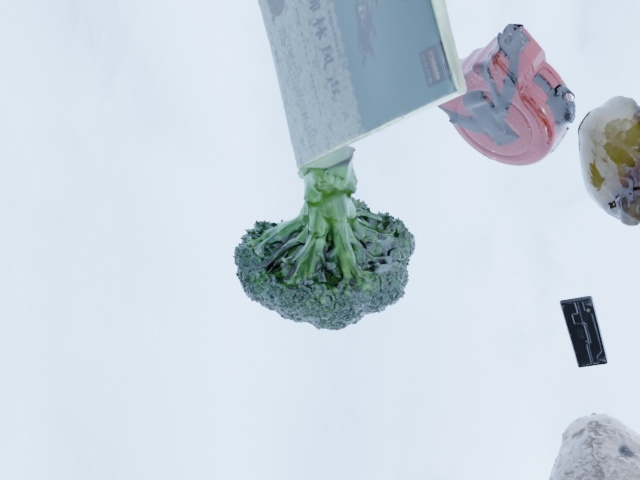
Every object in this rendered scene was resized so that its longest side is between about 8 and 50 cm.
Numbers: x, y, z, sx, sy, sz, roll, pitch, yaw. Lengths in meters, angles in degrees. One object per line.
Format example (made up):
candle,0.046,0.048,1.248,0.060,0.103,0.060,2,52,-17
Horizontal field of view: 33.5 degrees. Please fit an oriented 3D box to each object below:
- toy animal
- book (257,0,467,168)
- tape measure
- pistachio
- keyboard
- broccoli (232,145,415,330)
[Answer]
toy animal,0.455,0.455,1.678,0.227,0.188,0.358,23,69,8
book,0.032,-0.250,1.254,0.031,0.379,0.264,-12,87,-28
tape measure,0.349,-0.258,1.982,0.260,0.253,0.114,47,62,-13
pistachio,0.440,-0.112,1.531,0.131,0.165,0.210,5,53,-11
keyboard,0.424,0.148,1.710,0.053,0.010,0.155,-11,127,17
broccoli,0.000,0.000,1.680,0.298,0.297,0.297,-18,122,-16
